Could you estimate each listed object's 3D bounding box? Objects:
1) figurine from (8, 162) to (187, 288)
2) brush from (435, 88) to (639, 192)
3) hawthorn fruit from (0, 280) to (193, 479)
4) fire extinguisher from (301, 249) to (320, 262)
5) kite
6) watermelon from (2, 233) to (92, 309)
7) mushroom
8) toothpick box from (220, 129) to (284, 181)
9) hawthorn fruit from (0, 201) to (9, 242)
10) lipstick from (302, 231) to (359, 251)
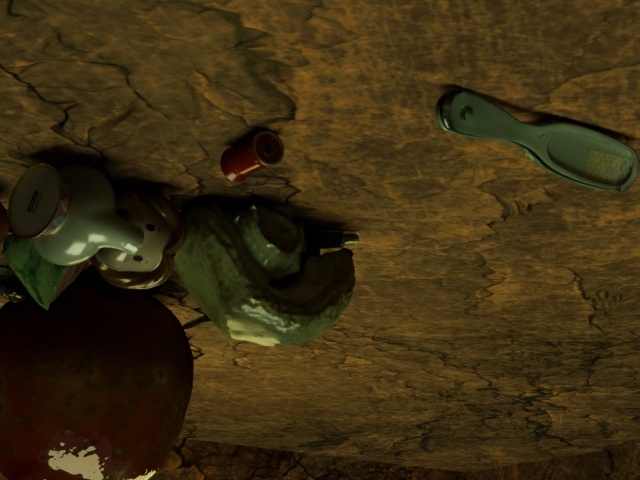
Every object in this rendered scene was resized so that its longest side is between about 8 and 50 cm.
[{"bbox_3d":[-0.288,-0.019,1.741,0.189,0.142,0.263,28,-176,39],"label":"figurine"},{"bbox_3d":[0.247,-0.119,1.523,0.296,0.068,0.060,16,179,-29],"label":"brush"},{"bbox_3d":[-0.407,0.274,2.222,0.402,0.403,0.403,1,162,0],"label":"hawthorn fruit"},{"bbox_3d":[-0.089,0.031,2.022,0.177,0.050,0.062,-4,-160,20],"label":"fire extinguisher"},{"bbox_3d":[-0.477,0.072,2.232,0.405,0.014,0.368,10,161,-24],"label":"kite"},{"bbox_3d":[-0.389,0.037,1.975,0.158,0.121,0.098,12,138,-40],"label":"watermelon"},{"bbox_3d":[-0.096,0.063,1.860,0.267,0.164,0.189,30,143,-30],"label":"mushroom"},{"bbox_3d":[-0.086,-0.104,1.600,0.047,0.047,0.083,14,159,-34],"label":"toothpick box"},{"bbox_3d":[-0.504,-0.022,1.776,0.132,0.133,0.138,-13,141,38],"label":"hawthorn fruit"},{"bbox_3d":[0.000,0.000,1.942,0.116,0.037,0.037,-3,162,-2],"label":"lipstick"}]
